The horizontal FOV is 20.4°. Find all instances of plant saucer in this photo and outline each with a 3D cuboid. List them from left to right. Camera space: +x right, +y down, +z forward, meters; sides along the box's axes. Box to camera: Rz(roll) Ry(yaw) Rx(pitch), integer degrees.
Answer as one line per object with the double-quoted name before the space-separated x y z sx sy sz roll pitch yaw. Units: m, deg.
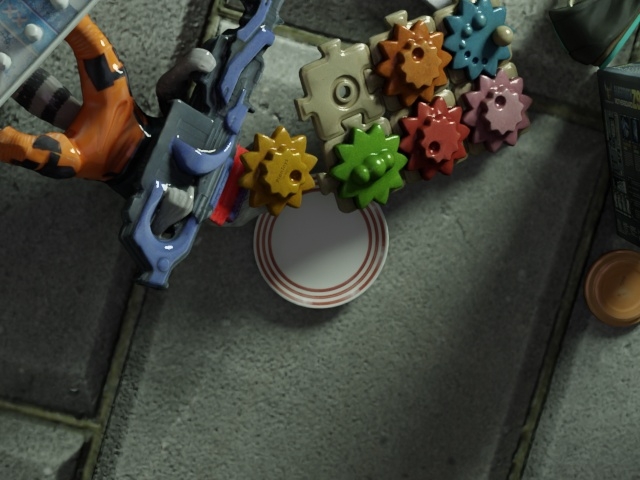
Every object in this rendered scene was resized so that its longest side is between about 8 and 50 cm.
"plant saucer" 0.322 0.051 1.894 0.084 0.013 0.083 -1 98 -10

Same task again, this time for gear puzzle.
"gear puzzle" 0.065 -0.124 1.753 0.339 0.044 0.175 -25 110 -22

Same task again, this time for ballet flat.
"ballet flat" 0.339 -0.302 1.810 0.096 0.095 0.280 42 90 0

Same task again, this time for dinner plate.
"dinner plate" 0.000 0.000 1.832 0.141 0.017 0.141 -1 97 -9

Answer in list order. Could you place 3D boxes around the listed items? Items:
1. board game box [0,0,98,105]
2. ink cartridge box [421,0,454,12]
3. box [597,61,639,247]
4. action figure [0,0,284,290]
"board game box" -0.389 -0.306 1.637 0.390 0.050 0.390 43 89 9
"ink cartridge box" 0.102 -0.285 1.803 0.115 0.029 0.063 38 91 -11
"box" 0.340 -0.081 1.766 0.059 0.232 0.183 -10 99 -5
"action figure" -0.170 -0.137 1.737 0.330 0.178 0.341 35 74 -19
